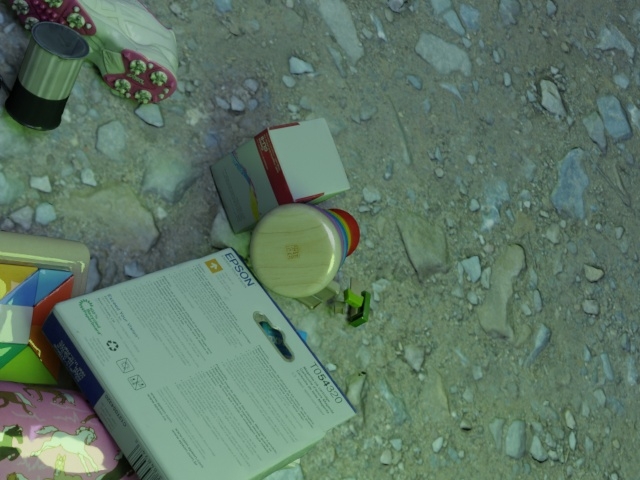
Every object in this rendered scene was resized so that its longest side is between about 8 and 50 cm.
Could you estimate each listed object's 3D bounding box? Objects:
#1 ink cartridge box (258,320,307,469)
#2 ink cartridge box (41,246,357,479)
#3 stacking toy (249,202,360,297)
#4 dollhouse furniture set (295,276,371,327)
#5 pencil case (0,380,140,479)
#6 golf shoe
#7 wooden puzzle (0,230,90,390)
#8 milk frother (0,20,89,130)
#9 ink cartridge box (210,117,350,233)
[{"bbox_3d":[-0.099,0.240,1.589,0.086,0.148,0.203,19,63,-33],"label":"ink cartridge box"},{"bbox_3d":[-0.158,0.184,1.445,0.330,0.071,0.324,-18,64,-48],"label":"ink cartridge box"},{"bbox_3d":[0.000,0.000,1.692,0.141,0.141,0.330,68,16,0],"label":"stacking toy"},{"bbox_3d":[0.022,0.087,1.795,0.151,0.076,0.059,31,45,-29],"label":"dollhouse furniture set"},{"bbox_3d":[-0.365,0.278,1.356,0.386,0.167,0.160,13,33,-36],"label":"pencil case"},{"bbox_3d":[-0.344,-0.339,1.624,0.306,0.115,0.140,37,45,-32],"label":"golf shoe"},{"bbox_3d":[-0.419,0.107,1.412,0.221,0.044,0.239,9,84,-38],"label":"wooden puzzle"},{"bbox_3d":[-0.423,-0.246,1.497,0.143,0.135,0.129,-5,48,-43],"label":"milk frother"},{"bbox_3d":[-0.068,-0.103,1.713,0.128,0.176,0.127,-17,84,-42],"label":"ink cartridge box"}]
